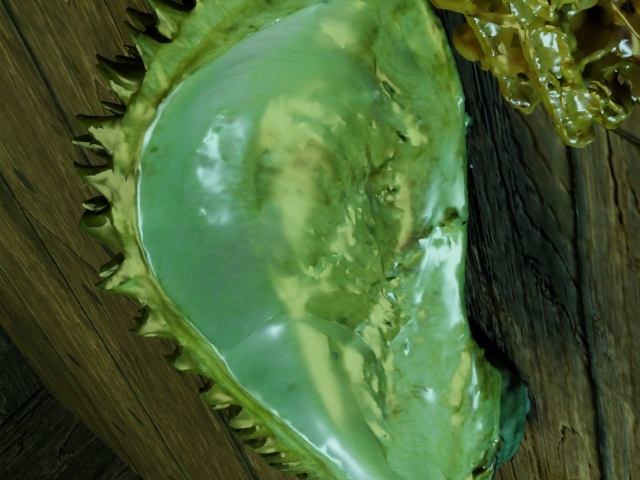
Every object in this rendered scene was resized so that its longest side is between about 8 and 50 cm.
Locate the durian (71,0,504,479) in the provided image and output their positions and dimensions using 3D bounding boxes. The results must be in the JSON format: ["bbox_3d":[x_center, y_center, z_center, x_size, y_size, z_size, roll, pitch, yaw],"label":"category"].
[{"bbox_3d":[0.003,-0.006,0.834,0.198,0.163,0.394,-3,119,19],"label":"durian"}]

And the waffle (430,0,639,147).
[{"bbox_3d":[0.082,-0.106,0.515,0.197,0.070,0.193,40,162,24],"label":"waffle"}]

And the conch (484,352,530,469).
[{"bbox_3d":[0.026,0.079,1.020,0.188,0.122,0.176,39,168,30],"label":"conch"}]
